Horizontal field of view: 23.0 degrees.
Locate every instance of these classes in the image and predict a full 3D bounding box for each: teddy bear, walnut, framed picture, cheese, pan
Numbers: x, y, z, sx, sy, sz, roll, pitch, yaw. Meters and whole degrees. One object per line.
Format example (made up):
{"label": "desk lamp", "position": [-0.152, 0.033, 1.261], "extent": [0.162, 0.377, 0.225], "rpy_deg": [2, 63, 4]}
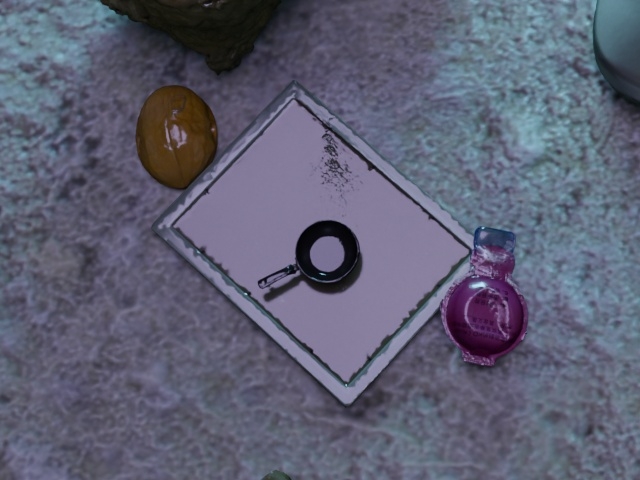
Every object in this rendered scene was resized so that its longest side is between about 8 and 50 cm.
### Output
{"label": "teddy bear", "position": [-0.122, -0.281, 1.657], "extent": [0.267, 0.256, 0.156], "rpy_deg": [-16, 78, 1]}
{"label": "walnut", "position": [-0.161, -0.119, 1.715], "extent": [0.091, 0.052, 0.121], "rpy_deg": [-11, 71, 5]}
{"label": "framed picture", "position": [0.000, 0.000, 1.684], "extent": [0.296, 0.019, 0.232], "rpy_deg": [42, 82, 14]}
{"label": "cheese", "position": [0.173, 0.058, 1.633], "extent": [0.095, 0.038, 0.145], "rpy_deg": [11, 79, -7]}
{"label": "pan", "position": [-0.014, 0.024, 1.654], "extent": [0.115, 0.023, 0.068], "rpy_deg": [-26, 75, -5]}

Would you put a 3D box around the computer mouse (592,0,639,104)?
{"label": "computer mouse", "position": [0.405, -0.290, 1.696], "extent": [0.197, 0.095, 0.331], "rpy_deg": [11, 75, 4]}

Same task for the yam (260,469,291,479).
{"label": "yam", "position": [0.013, 0.354, 1.557], "extent": [0.061, 0.061, 0.274], "rpy_deg": [-32, 73, -4]}
